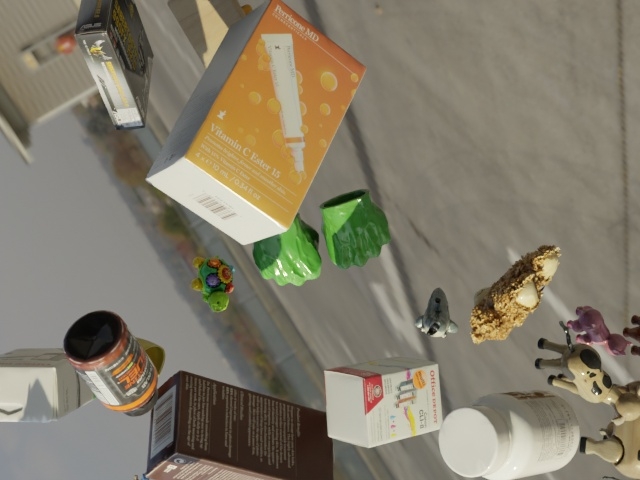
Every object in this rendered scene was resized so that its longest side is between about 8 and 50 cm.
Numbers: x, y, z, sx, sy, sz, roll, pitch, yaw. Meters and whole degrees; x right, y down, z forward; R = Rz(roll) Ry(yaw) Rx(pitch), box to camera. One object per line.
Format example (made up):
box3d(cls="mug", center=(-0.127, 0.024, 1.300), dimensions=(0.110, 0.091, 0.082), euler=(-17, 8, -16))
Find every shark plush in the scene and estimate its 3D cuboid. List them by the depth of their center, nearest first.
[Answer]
box3d(cls="shark plush", center=(0.183, 0.121, 1.704), dimensions=(0.161, 0.073, 0.067), euler=(-16, -65, -70))

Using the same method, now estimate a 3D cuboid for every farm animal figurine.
box3d(cls="farm animal figurine", center=(0.535, 0.264, 1.775), dimensions=(0.172, 0.330, 0.326), euler=(7, 105, 51))

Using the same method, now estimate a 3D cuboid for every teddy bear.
box3d(cls="teddy bear", center=(0.412, 0.114, 2.267), dimensions=(0.113, 0.245, 0.338), euler=(32, 172, 5))

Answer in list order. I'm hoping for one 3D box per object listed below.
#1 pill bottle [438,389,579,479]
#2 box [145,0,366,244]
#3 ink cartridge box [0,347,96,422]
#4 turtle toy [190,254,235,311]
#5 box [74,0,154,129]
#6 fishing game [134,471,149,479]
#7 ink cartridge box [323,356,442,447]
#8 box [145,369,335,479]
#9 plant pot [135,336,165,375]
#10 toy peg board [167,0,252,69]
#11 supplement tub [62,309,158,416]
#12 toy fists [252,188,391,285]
box3d(cls="pill bottle", center=(0.286, 0.297, 1.586), dimensions=(0.229, 0.131, 0.131), euler=(6, -139, -49))
box3d(cls="box", center=(-0.106, -0.200, 1.767), dimensions=(0.215, 0.345, 0.168), euler=(34, 155, -22))
box3d(cls="ink cartridge box", center=(-0.631, 0.315, 2.306), dimensions=(0.289, 0.211, 0.121), euler=(-18, -73, -84))
box3d(cls="turtle toy", center=(-0.218, 0.090, 2.178), dimensions=(0.095, 0.066, 0.130), euler=(27, -125, -44))
box3d(cls="box", center=(-0.346, -0.331, 1.776), dimensions=(0.231, 0.056, 0.183), euler=(78, -170, -53))
box3d(cls="fishing game", center=(-0.348, 0.575, 2.158), dimensions=(0.264, 0.041, 0.189), euler=(178, 90, -69))
box3d(cls="ink cartridge box", center=(0.115, 0.289, 1.889), dimensions=(0.127, 0.176, 0.128), euler=(0, 95, 54))
box3d(cls="box", center=(-0.161, 0.420, 2.152), dimensions=(0.382, 0.143, 0.191), euler=(21, -132, -27))
box3d(cls="plant pot", center=(-0.382, 0.238, 2.022), dimensions=(0.095, 0.134, 0.134), euler=(32, 163, 24))
box3d(cls="toy peg board", center=(-0.193, -0.444, 2.050), dimensions=(0.161, 0.079, 0.160), euler=(-21, 103, 47))
box3d(cls="supplement tub", center=(-0.324, 0.204, 1.658), dimensions=(0.106, 0.106, 0.197), euler=(54, 170, 40))
box3d(cls="toy fists", center=(0.000, 0.000, 2.077), dimensions=(0.096, 0.279, 0.142), euler=(-90, -18, -73))
